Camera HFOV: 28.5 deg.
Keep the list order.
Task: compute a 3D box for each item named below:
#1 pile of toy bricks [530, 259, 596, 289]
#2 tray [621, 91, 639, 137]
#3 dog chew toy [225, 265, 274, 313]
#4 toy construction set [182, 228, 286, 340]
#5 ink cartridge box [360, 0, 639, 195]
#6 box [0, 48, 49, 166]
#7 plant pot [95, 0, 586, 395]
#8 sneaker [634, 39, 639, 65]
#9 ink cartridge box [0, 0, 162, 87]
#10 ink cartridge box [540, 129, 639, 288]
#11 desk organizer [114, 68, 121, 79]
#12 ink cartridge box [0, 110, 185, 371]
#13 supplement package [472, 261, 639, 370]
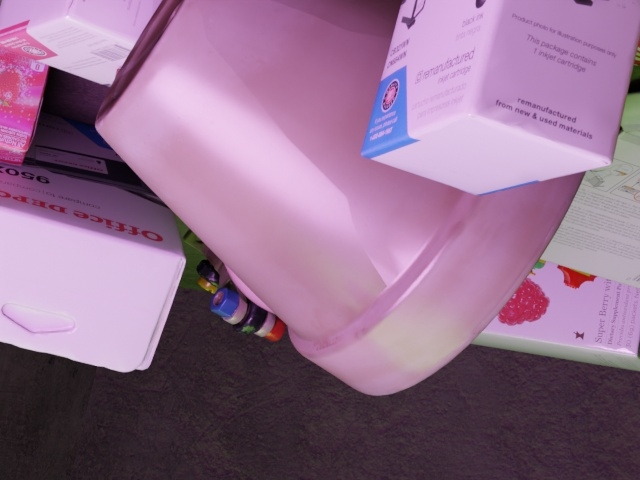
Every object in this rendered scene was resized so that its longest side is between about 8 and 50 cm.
[{"bbox_3d":[0.243,0.001,1.572,0.212,0.105,0.118,21,-179,-18],"label":"pile of toy bricks"},{"bbox_3d":[0.354,-0.098,1.054,0.145,0.030,0.270,15,177,-20],"label":"tray"},{"bbox_3d":[0.061,-0.039,1.320,0.332,0.206,0.206,-15,164,14],"label":"dog chew toy"},{"bbox_3d":[-0.054,-0.002,1.846,0.309,0.257,0.237,5,-168,-26],"label":"toy construction set"},{"bbox_3d":[0.106,-0.138,0.676,0.086,0.203,0.148,17,170,-17],"label":"ink cartridge box"},{"bbox_3d":[-0.442,-0.177,1.408,0.257,0.122,0.128,14,171,-15],"label":"box"},{"bbox_3d":[0.000,-0.090,0.939,0.280,0.323,0.323,32,166,-15],"label":"plant pot"},{"bbox_3d":[0.226,-0.153,0.932,0.067,0.042,0.118,5,171,23],"label":"sneaker"},{"bbox_3d":[-0.146,-0.182,1.085,0.218,0.092,0.159,20,168,-35],"label":"ink cartridge box"},{"bbox_3d":[0.366,-0.044,1.367,0.296,0.066,0.261,16,145,-23],"label":"ink cartridge box"},{"bbox_3d":[-0.134,-0.105,1.098,0.047,0.050,0.130,8,171,22],"label":"desk organizer"},{"bbox_3d":[-0.343,-0.023,1.591,0.286,0.166,0.395,15,-160,-19],"label":"ink cartridge box"},{"bbox_3d":[0.326,0.069,1.758,0.293,0.177,0.175,7,170,26],"label":"supplement package"}]
